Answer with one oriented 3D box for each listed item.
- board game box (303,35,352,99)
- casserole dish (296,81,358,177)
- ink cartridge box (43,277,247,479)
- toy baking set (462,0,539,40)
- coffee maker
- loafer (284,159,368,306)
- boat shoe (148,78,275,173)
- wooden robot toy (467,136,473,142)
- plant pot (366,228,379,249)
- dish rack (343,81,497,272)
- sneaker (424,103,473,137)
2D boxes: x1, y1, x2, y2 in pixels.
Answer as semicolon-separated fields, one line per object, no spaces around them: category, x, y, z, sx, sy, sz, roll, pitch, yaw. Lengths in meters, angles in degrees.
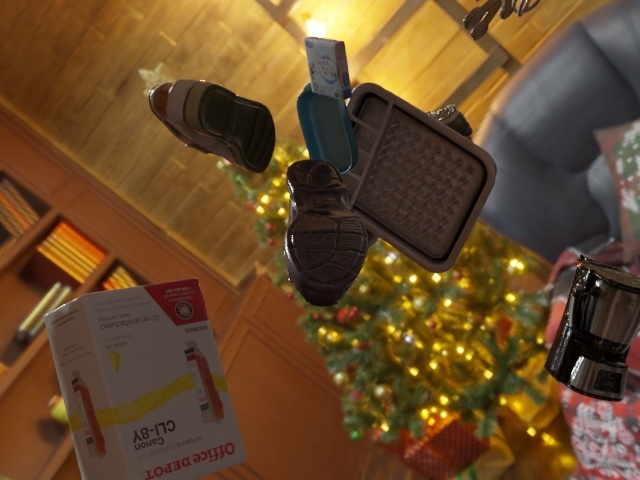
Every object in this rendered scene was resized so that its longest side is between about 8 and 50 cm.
board game box;0.012;-0.272;1.316;0.020;0.090;0.090;-25;30;-27
casserole dish;0.017;-0.202;1.545;0.037;0.188;0.114;-20;6;-41
ink cartridge box;-0.331;0.288;1.613;0.160;0.384;0.279;-24;-12;40
toy baking set;0.288;-0.382;1.190;0.256;0.030;0.196;-29;-22;-29
coffee maker;0.415;0.130;1.247;0.171;0.120;0.178;-32;-42;-74
loafer;0.000;0.000;1.126;0.302;0.109;0.095;-97;12;-55
boat shoe;-0.166;-0.192;1.358;0.302;0.103;0.113;35;-108;-67
wooden robot toy;0.342;-0.231;2.083;0.173;0.076;0.079;-3;-49;-42
plant pot;0.076;-0.085;1.887;0.229;0.263;0.263;-59;10;1
dish rack;0.173;-0.125;1.624;0.072;0.333;0.285;-28;-33;-48
sneaker;0.282;-0.260;1.970;0.064;0.086;0.192;-55;20;-18
